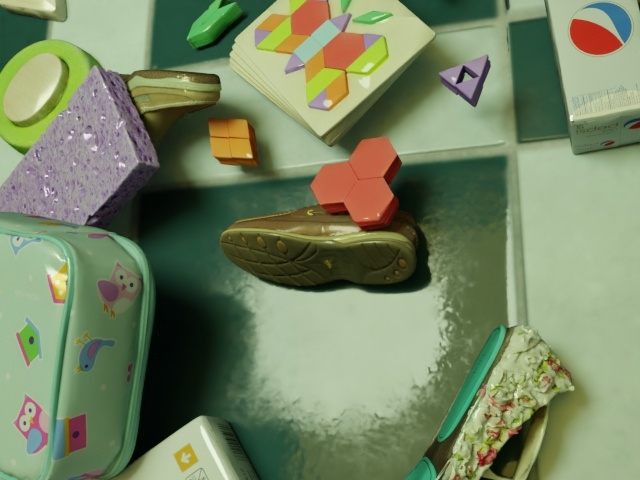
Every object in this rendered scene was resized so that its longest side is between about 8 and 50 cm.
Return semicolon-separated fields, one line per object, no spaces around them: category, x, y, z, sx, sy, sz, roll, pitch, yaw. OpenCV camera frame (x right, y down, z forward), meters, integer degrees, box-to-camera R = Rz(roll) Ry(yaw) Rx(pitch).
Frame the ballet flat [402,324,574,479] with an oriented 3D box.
ballet flat;0.111;0.176;0.613;0.077;0.091;0.241;33;90;2

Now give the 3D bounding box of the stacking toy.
stacking toy;-0.394;-0.187;0.860;0.279;0.130;0.309;-25;68;10

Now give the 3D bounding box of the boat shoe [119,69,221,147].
boat shoe;-0.160;-0.124;0.784;0.190;0.068;0.072;7;96;49

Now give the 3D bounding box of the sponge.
sponge;-0.240;-0.054;0.778;0.210;0.031;0.117;-41;65;29

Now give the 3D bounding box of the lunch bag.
lunch bag;-0.270;0.090;0.710;0.279;0.108;0.224;8;94;38

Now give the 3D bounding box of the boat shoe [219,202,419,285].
boat shoe;0.000;0.000;0.717;0.178;0.064;0.060;2;44;17

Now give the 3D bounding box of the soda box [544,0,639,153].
soda box;0.227;-0.188;0.685;0.069;0.074;0.216;-9;72;16

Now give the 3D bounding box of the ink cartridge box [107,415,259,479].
ink cartridge box;-0.194;0.322;0.676;0.371;0.069;0.175;-35;67;3

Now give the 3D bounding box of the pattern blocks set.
pattern blocks set;0.005;-0.178;0.750;0.325;0.026;0.285;33;84;35
